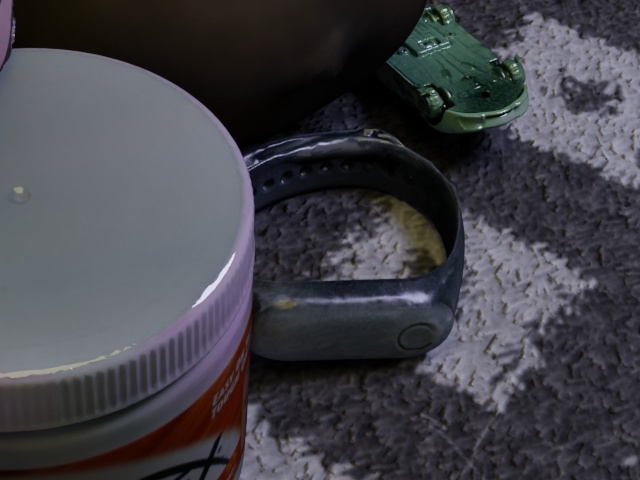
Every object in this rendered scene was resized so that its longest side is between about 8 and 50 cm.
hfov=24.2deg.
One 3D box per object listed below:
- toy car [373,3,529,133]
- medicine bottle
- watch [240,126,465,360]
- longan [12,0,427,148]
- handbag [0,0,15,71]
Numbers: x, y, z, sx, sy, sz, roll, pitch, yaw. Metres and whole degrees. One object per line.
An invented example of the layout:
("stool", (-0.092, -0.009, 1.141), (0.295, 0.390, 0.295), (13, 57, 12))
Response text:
("toy car", (0.093, -0.130, 1.186), (0.093, 0.058, 0.186), (-19, 40, -20))
("medicine bottle", (-0.166, 0.056, 0.868), (0.252, 0.241, 0.252), (2, 47, -2))
("watch", (0.000, 0.000, 1.055), (0.206, 0.068, 0.193), (-3, 45, -13))
("longan", (-0.075, -0.199, 1.092), (0.288, 0.288, 0.350), (28, 47, 19))
("handbag", (-0.234, -0.122, 0.747), (0.116, 0.179, 0.205), (-3, 41, 3))
